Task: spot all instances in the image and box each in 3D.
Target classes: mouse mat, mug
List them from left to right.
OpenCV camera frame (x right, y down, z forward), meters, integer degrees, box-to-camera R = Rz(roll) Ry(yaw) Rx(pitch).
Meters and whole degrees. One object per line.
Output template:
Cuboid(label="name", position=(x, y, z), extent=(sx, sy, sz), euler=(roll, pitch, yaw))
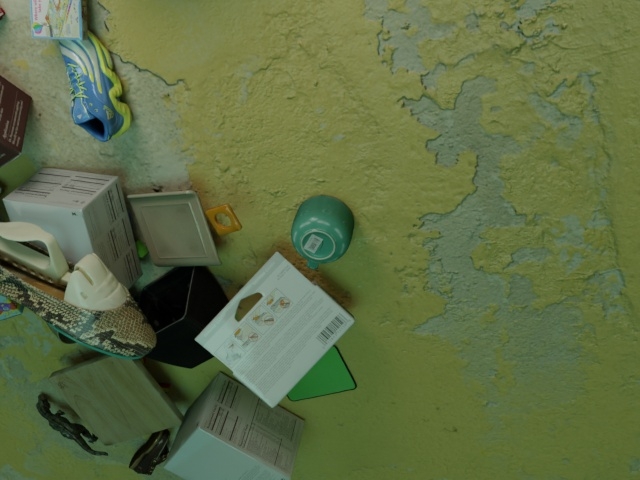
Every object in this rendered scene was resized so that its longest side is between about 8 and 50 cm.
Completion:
Cuboid(label="mouse mat", position=(-0.021, 0.329, 2.042), extent=(0.189, 0.007, 0.153), euler=(-16, 119, 19))
Cuboid(label="mug", position=(0.007, -0.005, 1.754), extent=(0.129, 0.097, 0.158), euler=(-12, 120, 18))

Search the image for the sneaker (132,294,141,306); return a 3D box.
Cuboid(label="sneaker", position=(-0.436, 0.191, 1.991), extent=(0.085, 0.086, 0.237), euler=(11, 146, 41))

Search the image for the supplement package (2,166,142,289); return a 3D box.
Cuboid(label="supplement package", position=(-0.536, -0.005, 1.813), extent=(0.204, 0.145, 0.262), euler=(8, 125, 20))

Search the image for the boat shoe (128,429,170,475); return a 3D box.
Cuboid(label="boat shoe", position=(-0.450, 0.576, 2.257), extent=(0.073, 0.073, 0.207), euler=(31, 131, -12))

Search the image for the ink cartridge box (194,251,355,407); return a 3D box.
Cuboid(label="ink cartridge box", position=(-0.101, 0.195, 1.835), extent=(0.239, 0.060, 0.275), euler=(43, 93, -10))

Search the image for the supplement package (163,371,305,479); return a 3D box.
Cuboid(label="supplement package", position=(-0.213, 0.512, 2.087), extent=(0.262, 0.198, 0.199), euler=(32, 124, -11))

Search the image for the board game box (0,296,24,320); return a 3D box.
Cuboid(label="board game box", position=(-0.801, 0.048, 1.893), extent=(0.142, 0.144, 0.275), euler=(-16, 129, 14))

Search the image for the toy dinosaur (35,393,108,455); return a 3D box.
Cuboid(label="toy dinosaur", position=(-0.662, 0.517, 2.232), extent=(0.268, 0.064, 0.118), euler=(31, 167, 16))

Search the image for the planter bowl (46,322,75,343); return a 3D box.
Cuboid(label="planter bowl", position=(-0.592, 0.148, 1.955), extent=(0.109, 0.162, 0.162), euler=(33, 128, 20))

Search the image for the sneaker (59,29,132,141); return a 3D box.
Cuboid(label="sneaker", position=(-0.453, -0.301, 1.627), extent=(0.091, 0.126, 0.240), euler=(-16, 120, 20))

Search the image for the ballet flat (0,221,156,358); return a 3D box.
Cuboid(label="ballet flat", position=(-0.545, 0.075, 1.687), extent=(0.482, 0.164, 0.182), euler=(24, 120, 11))

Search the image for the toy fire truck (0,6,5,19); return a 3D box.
Cuboid(label="toy fire truck", position=(-0.731, -0.457, 1.626), extent=(0.192, 0.047, 0.135), euler=(-20, 117, 22))

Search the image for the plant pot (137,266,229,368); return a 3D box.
Cuboid(label="plant pot", position=(-0.306, 0.186, 1.904), extent=(0.187, 0.188, 0.167), euler=(-30, 125, 27))

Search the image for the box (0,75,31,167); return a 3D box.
Cuboid(label="box", position=(-0.720, -0.249, 1.655), extent=(0.167, 0.169, 0.203), euler=(-25, 139, 26))

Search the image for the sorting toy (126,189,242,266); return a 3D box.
Cuboid(label="sorting toy", position=(-0.313, -0.029, 1.817), extent=(0.347, 0.047, 0.196), euler=(-2, 122, 27))

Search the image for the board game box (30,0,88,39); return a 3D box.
Cuboid(label="board game box", position=(-0.495, -0.458, 1.561), extent=(0.103, 0.026, 0.154), euler=(5, 105, 8))

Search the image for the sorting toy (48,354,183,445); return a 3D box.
Cuboid(label="sorting toy", position=(-0.512, 0.384, 2.125), extent=(0.255, 0.089, 0.257), euler=(-20, 117, 22))
